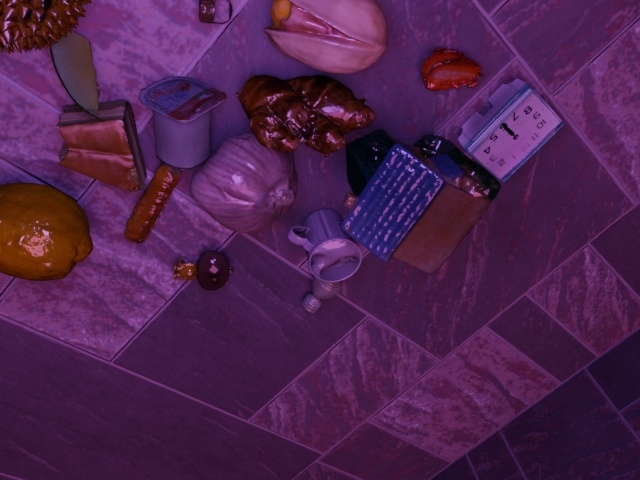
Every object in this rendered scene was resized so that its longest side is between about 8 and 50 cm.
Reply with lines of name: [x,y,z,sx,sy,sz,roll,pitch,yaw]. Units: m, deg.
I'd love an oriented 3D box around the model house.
model house: [0.235,-0.166,1.660,0.343,0.382,0.334,20,117,-28]

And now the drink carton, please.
drink carton: [-0.370,-0.315,1.537,0.191,0.185,0.189,26,140,16]

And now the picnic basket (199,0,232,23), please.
picnic basket: [-0.263,-0.580,1.440,0.083,0.072,0.072,1,124,-15]

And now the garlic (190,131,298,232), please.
garlic: [-0.197,-0.154,1.615,0.259,0.317,0.317,19,126,28]

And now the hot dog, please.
hot dog: [-0.507,-0.105,1.715,0.083,0.068,0.289,26,116,-20]

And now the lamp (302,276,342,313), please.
lamp: [0.002,0.176,2.025,0.106,0.106,0.193,20,127,-25]

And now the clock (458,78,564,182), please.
clock: [0.590,-0.347,1.796,0.231,0.116,0.262,29,115,-35]

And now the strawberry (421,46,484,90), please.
strawberry: [0.375,-0.495,1.659,0.188,0.082,0.121,-1,145,-24]

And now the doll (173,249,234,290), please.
doll: [-0.382,0.089,1.871,0.188,0.096,0.145,22,112,-15]

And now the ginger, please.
ginger: [-0.040,-0.344,1.534,0.358,0.274,0.152,-2,130,-13]

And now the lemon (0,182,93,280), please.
lemon: [-0.803,-0.030,1.579,0.285,0.285,0.316,-39,97,14]

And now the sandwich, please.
sandwich: [-0.596,-0.241,1.544,0.198,0.155,0.227,-8,126,-6]

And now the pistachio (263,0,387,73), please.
pistachio: [0.020,-0.537,1.442,0.309,0.230,0.229,15,120,-13]

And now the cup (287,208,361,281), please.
cup: [0.014,-0.007,1.828,0.167,0.202,0.221,-33,125,10]

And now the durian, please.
durian: [-0.651,-0.587,1.199,0.348,0.347,0.384,-5,152,-11]

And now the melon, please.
melon: [-0.598,-0.412,1.420,0.114,0.261,0.053,-22,-179,-43]
